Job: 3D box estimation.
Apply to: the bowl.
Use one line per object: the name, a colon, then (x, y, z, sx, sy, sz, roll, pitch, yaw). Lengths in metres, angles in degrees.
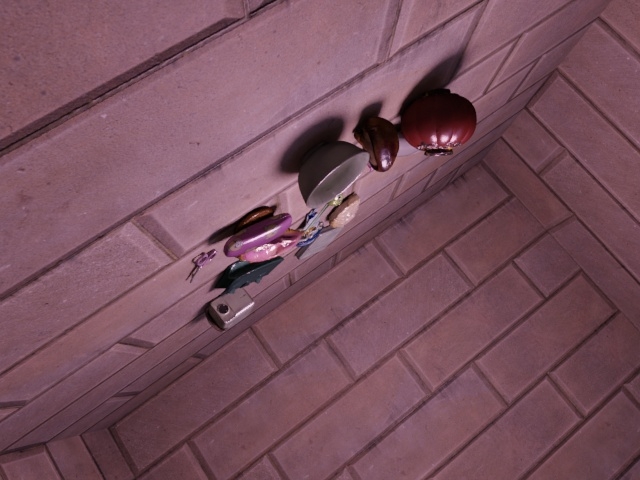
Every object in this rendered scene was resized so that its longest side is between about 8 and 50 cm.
bowl: (0.022, -0.262, 1.609, 0.289, 0.146, 0.289, -37, 167, -10)

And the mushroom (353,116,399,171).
mushroom: (0.229, -0.367, 1.694, 0.138, 0.194, 0.231, -36, 178, -1)

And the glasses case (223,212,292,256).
glasses case: (-0.243, -0.023, 1.765, 0.316, 0.075, 0.123, -28, 163, -35)

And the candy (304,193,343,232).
candy: (0.002, -0.134, 2.132, 0.335, 0.092, 0.093, -50, -170, 41)

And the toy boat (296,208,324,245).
toy boat: (-0.059, -0.081, 2.286, 0.221, 0.067, 0.291, -32, 155, -25)

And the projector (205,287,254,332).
projector: (-0.498, 0.378, 2.433, 0.243, 0.163, 0.177, -33, 165, -31)

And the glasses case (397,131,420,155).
glasses case: (0.323, -0.419, 1.954, 0.308, 0.083, 0.128, -8, 164, -39)

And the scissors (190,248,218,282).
scissors: (-0.490, 0.108, 1.812, 0.212, 0.021, 0.110, -47, 167, 36)

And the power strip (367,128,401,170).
power strip: (0.331, -0.431, 2.087, 0.279, 0.037, 0.109, -43, 165, 25)

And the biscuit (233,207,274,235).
biscuit: (-0.266, -0.069, 1.777, 0.188, 0.027, 0.188, -34, 167, -9)

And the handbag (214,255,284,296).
handbag: (-0.351, 0.159, 2.229, 0.327, 0.089, 0.238, -25, 164, -42)

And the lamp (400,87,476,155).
lamp: (0.479, -0.475, 1.814, 0.303, 0.256, 0.303, -3, -176, 0)

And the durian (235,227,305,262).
durian: (-0.247, 0.014, 1.968, 0.341, 0.112, 0.191, -16, 166, -39)

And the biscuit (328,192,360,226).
biscuit: (0.122, -0.139, 2.455, 0.179, 0.084, 0.281, -33, 167, -19)

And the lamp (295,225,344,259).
lamp: (0.000, 0.000, 2.700, 0.269, 0.047, 0.266, -22, 159, -49)
